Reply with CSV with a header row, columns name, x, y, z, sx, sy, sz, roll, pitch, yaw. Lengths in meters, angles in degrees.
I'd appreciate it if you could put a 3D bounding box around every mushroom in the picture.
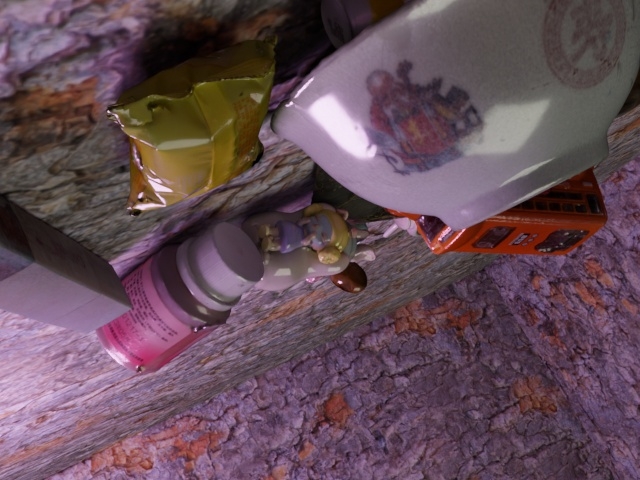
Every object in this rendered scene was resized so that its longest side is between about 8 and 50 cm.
name,x,y,z,sx,sy,sz,roll,pitch,yaw
mushroom,0.055,0.080,1.728,0.088,0.072,0.129,-19,-159,-27

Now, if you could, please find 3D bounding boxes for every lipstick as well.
name,x,y,z,sx,sy,sz,roll,pitch,yaw
lipstick,0.127,-0.253,0.695,0.264,0.059,0.059,-25,166,-17
lipstick,-0.310,0.035,0.797,0.080,0.076,0.371,-30,167,-3

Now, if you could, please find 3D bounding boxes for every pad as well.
name,x,y,z,sx,sy,sz,roll,pitch,yaw
pad,0.167,-0.095,1.132,0.368,0.007,0.247,-7,154,-8

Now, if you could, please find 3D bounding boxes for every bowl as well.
name,x,y,z,sx,sy,sz,roll,pitch,yaw
bowl,0.180,-0.134,0.772,0.435,0.196,0.435,-26,177,-1

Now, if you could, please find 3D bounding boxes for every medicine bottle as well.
name,x,y,z,sx,sy,sz,roll,pitch,yaw
medicine bottle,-0.203,0.080,1.039,0.247,0.147,0.147,-36,165,22

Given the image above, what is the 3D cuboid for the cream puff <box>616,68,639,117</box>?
name,x,y,z,sx,sy,sz,roll,pitch,yaw
cream puff,0.402,-0.261,1.020,0.241,0.155,0.269,-24,167,-7

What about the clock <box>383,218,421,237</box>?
name,x,y,z,sx,sy,sz,roll,pitch,yaw
clock,0.248,-0.110,1.345,0.265,0.108,0.324,-15,161,-47

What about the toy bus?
name,x,y,z,sx,sy,sz,roll,pitch,yaw
toy bus,0.246,-0.060,1.054,0.329,0.153,0.143,3,149,-24

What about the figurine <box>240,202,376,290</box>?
name,x,y,z,sx,sy,sz,roll,pitch,yaw
figurine,0.000,0.000,1.128,0.235,0.127,0.155,-10,151,-25

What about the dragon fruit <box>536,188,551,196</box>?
name,x,y,z,sx,sy,sz,roll,pitch,yaw
dragon fruit,0.274,-0.152,0.973,0.122,0.192,0.092,8,149,-28

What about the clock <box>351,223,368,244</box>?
name,x,y,z,sx,sy,sz,roll,pitch,yaw
clock,0.021,-0.010,1.335,0.211,0.066,0.159,-23,165,-29

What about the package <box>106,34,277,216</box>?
name,x,y,z,sx,sy,sz,roll,pitch,yaw
package,-0.114,-0.103,0.674,0.168,0.090,0.226,-28,169,-20
